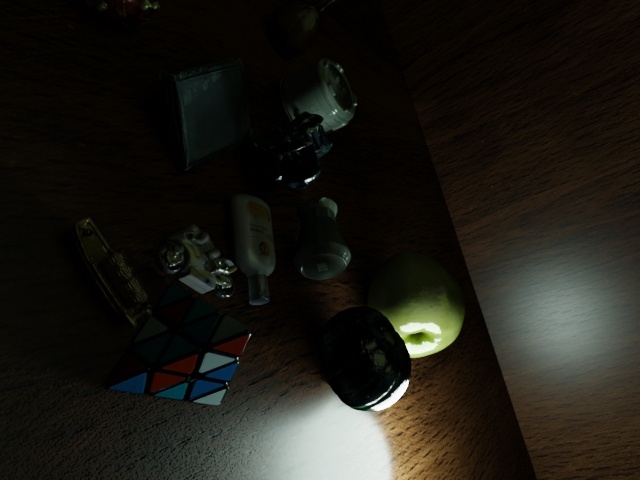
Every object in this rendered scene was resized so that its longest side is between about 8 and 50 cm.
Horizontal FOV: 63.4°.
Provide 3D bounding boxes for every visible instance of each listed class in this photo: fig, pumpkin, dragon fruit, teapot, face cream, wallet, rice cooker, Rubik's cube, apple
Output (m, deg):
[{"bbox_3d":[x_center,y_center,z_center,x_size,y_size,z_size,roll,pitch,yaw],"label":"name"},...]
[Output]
[{"bbox_3d":[-0.043,-0.805,1.920,0.190,0.291,0.190,-22,90,-86],"label":"fig"},{"bbox_3d":[0.116,0.345,1.488,0.315,0.239,0.315,51,16,-21],"label":"pumpkin"},{"bbox_3d":[-0.467,-0.578,1.210,0.172,0.160,0.166,-18,120,-58],"label":"dragon fruit"},{"bbox_3d":[0.000,0.000,1.600,0.203,0.171,0.225,83,1,-53],"label":"teapot"},{"bbox_3d":[-0.175,0.023,1.367,0.144,0.071,0.291,24,52,-51],"label":"face cream"},{"bbox_3d":[-0.290,-0.340,1.363,0.342,0.075,0.237,-51,141,-58],"label":"wallet"},{"bbox_3d":[-0.018,-0.479,1.782,0.241,0.227,0.280,55,31,-27],"label":"rice cooker"},{"bbox_3d":[-0.241,0.204,0.985,0.250,0.234,0.284,-9,80,-59],"label":"Rubik's cube"},{"bbox_3d":[0.326,0.221,1.802,0.357,0.358,0.357,36,43,-43],"label":"apple"}]

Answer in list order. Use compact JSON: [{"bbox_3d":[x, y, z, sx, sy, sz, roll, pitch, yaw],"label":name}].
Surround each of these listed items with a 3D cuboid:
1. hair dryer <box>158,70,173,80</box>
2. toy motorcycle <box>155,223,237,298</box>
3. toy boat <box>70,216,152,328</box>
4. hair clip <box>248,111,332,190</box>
[{"bbox_3d":[-0.384,-0.394,1.339,0.047,0.026,0.083,-11,84,-59],"label":"hair dryer"},{"bbox_3d":[-0.280,0.038,1.188,0.225,0.073,0.152,34,42,-44],"label":"toy motorcycle"},{"bbox_3d":[-0.389,0.059,0.980,0.225,0.088,0.068,63,31,-12],"label":"toy boat"},{"bbox_3d":[-0.088,-0.257,1.532,0.310,0.207,0.194,-69,146,-60],"label":"hair clip"}]
